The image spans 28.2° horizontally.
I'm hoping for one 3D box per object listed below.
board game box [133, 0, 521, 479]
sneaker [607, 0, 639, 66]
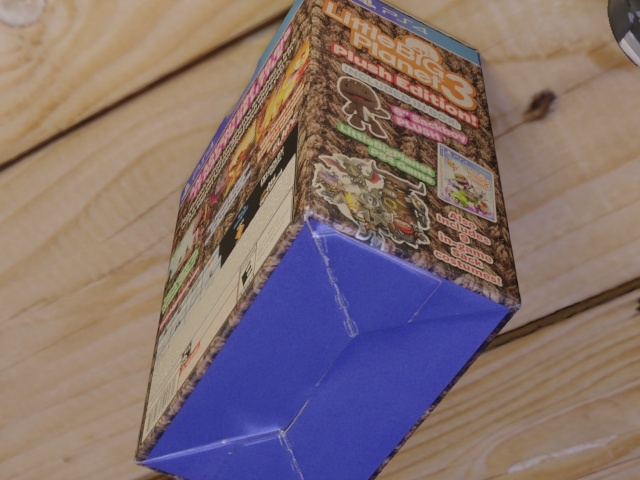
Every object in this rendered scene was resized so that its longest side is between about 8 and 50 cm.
[{"bbox_3d":[0.000,0.000,0.862,0.141,0.291,0.232,24,125,-17],"label":"board game box"},{"bbox_3d":[0.311,-0.132,0.850,0.228,0.086,0.132,25,162,-26],"label":"sneaker"}]
